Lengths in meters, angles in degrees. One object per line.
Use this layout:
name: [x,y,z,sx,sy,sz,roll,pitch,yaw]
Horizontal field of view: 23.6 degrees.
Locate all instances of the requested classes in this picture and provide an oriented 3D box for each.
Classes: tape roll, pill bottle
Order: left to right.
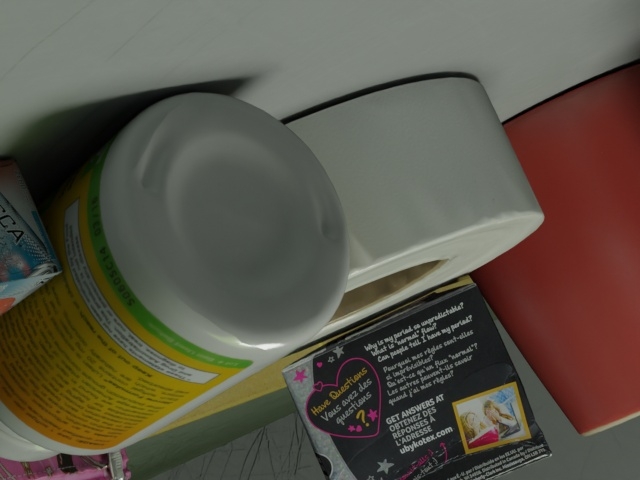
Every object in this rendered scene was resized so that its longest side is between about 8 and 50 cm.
pill bottle: [-0.107,0.034,0.812,0.136,0.136,0.246,-15,167,-43]
tape roll: [0.000,0.000,1.004,0.286,0.100,0.286,-23,170,-4]

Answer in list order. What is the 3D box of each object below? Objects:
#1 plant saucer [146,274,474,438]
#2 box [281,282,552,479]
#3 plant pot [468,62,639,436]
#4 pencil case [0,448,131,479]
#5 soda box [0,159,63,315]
plant saucer: [-0.028,0.074,1.409,0.333,0.081,0.333,-16,168,-41]
box: [0.072,0.125,1.208,0.163,0.142,0.247,-24,176,2]
plant pot: [0.250,0.012,1.254,0.275,0.243,0.275,-24,171,-4]
pencil case: [-0.272,0.173,1.111,0.167,0.160,0.386,-34,168,10]
soda box: [-0.208,0.028,0.757,0.183,0.063,0.058,-32,168,39]
